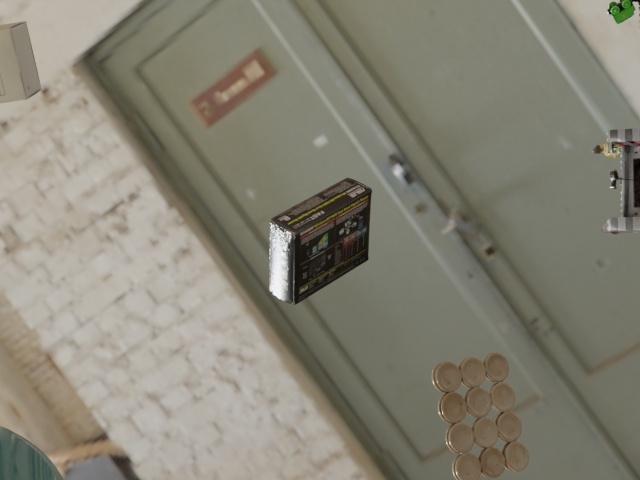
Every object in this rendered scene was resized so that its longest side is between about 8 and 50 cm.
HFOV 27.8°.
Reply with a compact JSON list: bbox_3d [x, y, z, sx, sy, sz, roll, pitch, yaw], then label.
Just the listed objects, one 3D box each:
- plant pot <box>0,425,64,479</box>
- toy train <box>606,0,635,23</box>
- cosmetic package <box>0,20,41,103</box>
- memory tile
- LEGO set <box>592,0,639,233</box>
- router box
[{"bbox_3d":[-0.361,0.349,1.209,0.293,0.293,0.235,-36,30,-1],"label":"plant pot"},{"bbox_3d":[0.331,-0.247,1.314,0.083,0.024,0.017,-28,30,16],"label":"toy train"},{"bbox_3d":[-0.285,-0.135,1.022,0.115,0.060,0.041,-6,17,8],"label":"cosmetic package"},{"bbox_3d":[0.192,0.212,1.553,0.113,0.148,0.012,-8,-6,-31],"label":"memory tile"},{"bbox_3d":[0.374,-0.125,1.251,0.192,0.331,0.255,-1,6,33],"label":"LEGO set"},{"bbox_3d":[0.000,0.000,1.351,0.122,0.038,0.092,-30,-44,-39],"label":"router box"}]
